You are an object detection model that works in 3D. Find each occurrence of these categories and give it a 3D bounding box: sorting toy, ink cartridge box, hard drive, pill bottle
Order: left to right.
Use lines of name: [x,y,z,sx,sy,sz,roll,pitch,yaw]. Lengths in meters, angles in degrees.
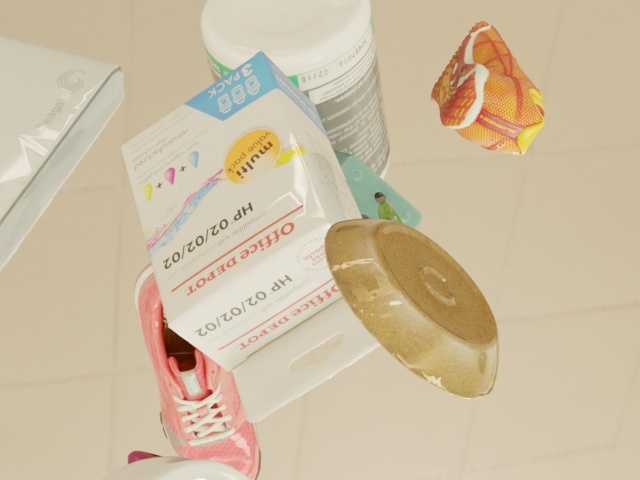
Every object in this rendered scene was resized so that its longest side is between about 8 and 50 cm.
hard drive: [-0.326,-0.091,1.015,0.308,0.203,0.040,15,139,15]
ink cartridge box: [-0.036,-0.005,0.761,0.104,0.181,0.061,-33,137,13]
pill bottle: [-0.019,-0.156,1.751,0.204,0.204,0.361,-22,138,-9]
sorting toy: [0.057,0.009,1.235,0.042,0.102,0.061,-28,135,10]

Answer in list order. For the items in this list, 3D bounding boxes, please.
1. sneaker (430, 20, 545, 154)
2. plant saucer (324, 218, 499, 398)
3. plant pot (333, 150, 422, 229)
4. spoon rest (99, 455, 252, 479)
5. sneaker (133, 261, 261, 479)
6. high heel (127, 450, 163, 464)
sneaker: [0.115,-0.098,0.946,0.067,0.175,0.064,28,115,-10]
plant saucer: [0.038,0.020,0.507,0.083,0.083,0.015,27,120,-35]
plant pot: [0.000,0.000,1.565,0.166,0.234,0.165,40,66,-10]
spoon rest: [-0.034,0.243,0.854,0.084,0.137,0.276,-35,108,-32]
sneaker: [-0.159,0.180,1.713,0.116,0.136,0.313,-19,100,-1]
high heel: [-0.115,0.273,1.419,0.082,0.117,0.244,-48,157,2]
